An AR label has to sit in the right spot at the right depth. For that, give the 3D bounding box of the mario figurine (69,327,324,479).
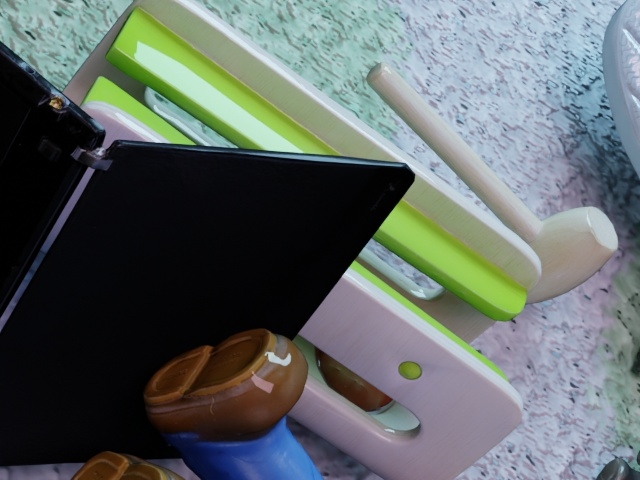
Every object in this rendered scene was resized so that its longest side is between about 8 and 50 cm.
[{"bbox_3d":[0.037,0.191,0.768,0.198,0.170,0.320,-37,116,3],"label":"mario figurine"}]

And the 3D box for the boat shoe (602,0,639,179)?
[{"bbox_3d":[0.280,-0.008,1.038,0.121,0.119,0.335,-32,89,-6],"label":"boat shoe"}]

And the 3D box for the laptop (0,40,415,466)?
[{"bbox_3d":[-0.137,-0.015,0.751,0.264,0.234,0.136,40,37,5],"label":"laptop"}]

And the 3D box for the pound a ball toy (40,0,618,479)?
[{"bbox_3d":[0.000,0.000,0.897,0.319,0.136,0.208,35,37,-15],"label":"pound a ball toy"}]

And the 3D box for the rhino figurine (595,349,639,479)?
[{"bbox_3d":[0.227,0.155,0.984,0.106,0.073,0.243,31,65,-13],"label":"rhino figurine"}]
